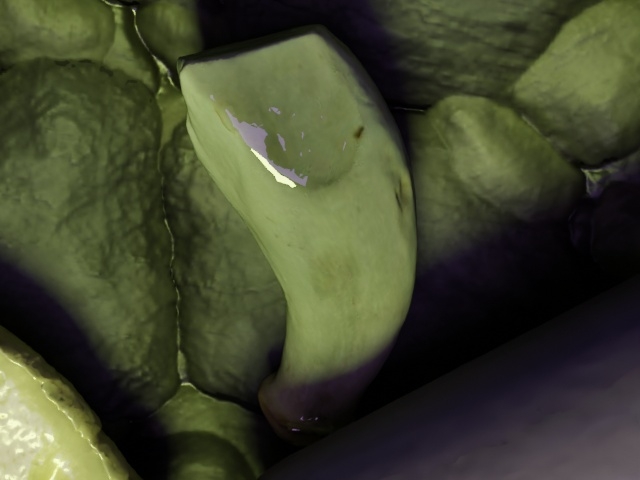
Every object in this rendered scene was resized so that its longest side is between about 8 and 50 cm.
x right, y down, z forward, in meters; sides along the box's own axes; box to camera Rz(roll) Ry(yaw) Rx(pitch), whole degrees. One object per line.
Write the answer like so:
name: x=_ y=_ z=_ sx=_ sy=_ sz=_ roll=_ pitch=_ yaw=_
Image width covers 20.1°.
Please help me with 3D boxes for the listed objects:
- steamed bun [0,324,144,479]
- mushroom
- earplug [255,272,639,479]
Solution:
steamed bun: x=-0.193 y=0.169 z=1.070 sx=0.212 sy=0.110 sz=0.231 roll=31 pitch=94 yaw=-13
mushroom: x=0.000 y=0.000 z=1.019 sx=0.118 sy=0.103 sz=0.270 roll=-13 pitch=119 yaw=2
earplug: x=0.151 y=0.138 z=1.007 sx=0.456 sy=0.215 sz=0.215 roll=-24 pitch=113 yaw=3
